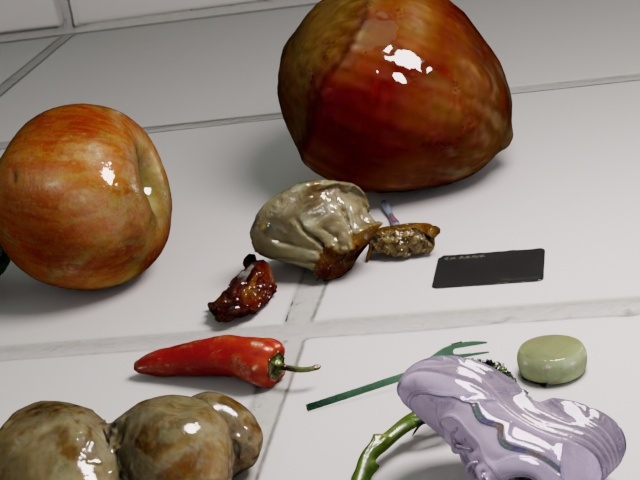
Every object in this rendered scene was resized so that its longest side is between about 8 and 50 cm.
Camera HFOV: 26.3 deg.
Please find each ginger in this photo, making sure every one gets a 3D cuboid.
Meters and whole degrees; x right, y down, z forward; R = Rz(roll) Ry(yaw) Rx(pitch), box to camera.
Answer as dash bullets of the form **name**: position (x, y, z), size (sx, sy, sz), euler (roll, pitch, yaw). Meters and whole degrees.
- **ginger**: position (-0.202, 0.247, 1.472), size (0.304, 0.155, 0.244), euler (-7, 14, -13)

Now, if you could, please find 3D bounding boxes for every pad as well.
- **pad**: position (0.240, 0.039, 1.957), size (0.157, 0.003, 0.112), euler (-5, 22, 12)

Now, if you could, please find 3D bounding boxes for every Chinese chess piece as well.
- **Chinese chess piece**: position (0.278, 0.143, 1.648), size (0.084, 0.034, 0.084), euler (-8, 20, 3)

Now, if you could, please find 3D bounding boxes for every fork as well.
- **fork**: position (0.093, 0.165, 1.677), size (0.235, 0.039, 0.021), euler (-16, 18, -6)

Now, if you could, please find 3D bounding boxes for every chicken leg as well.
- **chicken leg**: position (-0.108, 0.065, 1.986), size (0.093, 0.053, 0.205), euler (-15, 14, 28)

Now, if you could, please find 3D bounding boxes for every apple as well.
- **apple**: position (-0.374, -0.059, 2.093), size (0.302, 0.301, 0.301), euler (-8, 22, 3)

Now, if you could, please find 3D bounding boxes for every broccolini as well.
- **broccolini**: position (0.135, 0.221, 1.512), size (0.271, 0.062, 0.123), euler (-35, 27, -34)

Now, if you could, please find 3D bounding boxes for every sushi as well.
- **sushi**: position (0.123, -0.001, 2.035), size (0.120, 0.052, 0.055), euler (-5, 23, 13)

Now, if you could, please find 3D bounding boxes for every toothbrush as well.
- **toothbrush**: position (0.116, -0.032, 2.163), size (0.013, 0.019, 0.193), euler (-12, 20, -4)

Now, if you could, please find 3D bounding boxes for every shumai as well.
- **shumai**: position (0.000, 0.000, 2.019), size (0.201, 0.201, 0.120), euler (-15, 63, -12)

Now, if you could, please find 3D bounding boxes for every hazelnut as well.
- **hazelnut**: position (0.129, -0.252, 2.280), size (0.421, 0.352, 0.421), euler (12, 7, -1)

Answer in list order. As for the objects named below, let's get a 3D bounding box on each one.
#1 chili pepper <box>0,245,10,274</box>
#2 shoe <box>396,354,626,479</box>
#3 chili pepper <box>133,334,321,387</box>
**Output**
- **chili pepper**: position (-0.611, 0.063, 2.141), size (0.265, 0.116, 0.148), euler (-21, 36, -25)
- **shoe**: position (0.178, 0.210, 1.412), size (0.245, 0.095, 0.137), euler (20, 43, 22)
- **chili pepper**: position (-0.122, 0.153, 1.762), size (0.272, 0.063, 0.071), euler (0, 11, 29)
